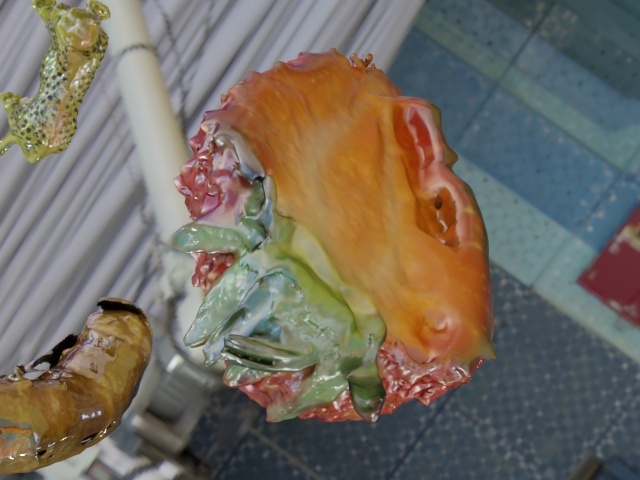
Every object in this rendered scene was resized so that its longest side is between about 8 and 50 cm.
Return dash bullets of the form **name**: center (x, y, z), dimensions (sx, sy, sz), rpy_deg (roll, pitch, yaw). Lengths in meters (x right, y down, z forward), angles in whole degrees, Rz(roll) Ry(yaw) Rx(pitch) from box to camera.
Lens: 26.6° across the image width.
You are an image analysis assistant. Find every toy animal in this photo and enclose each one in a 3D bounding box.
- **toy animal**: center (-0.236, -0.131, 1.180), dimensions (0.073, 0.181, 0.136), rpy_deg (21, -163, -25)

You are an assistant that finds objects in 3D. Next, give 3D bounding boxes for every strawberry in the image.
- **strawberry**: center (-0.001, 0.002, 0.530), dimensions (0.140, 0.085, 0.192), rpy_deg (13, -136, -39)

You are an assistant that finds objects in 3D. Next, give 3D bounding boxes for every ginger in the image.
- **ginger**: center (-0.265, 0.151, 1.304), dimensions (0.107, 0.133, 0.309), rpy_deg (-5, -169, 28)
